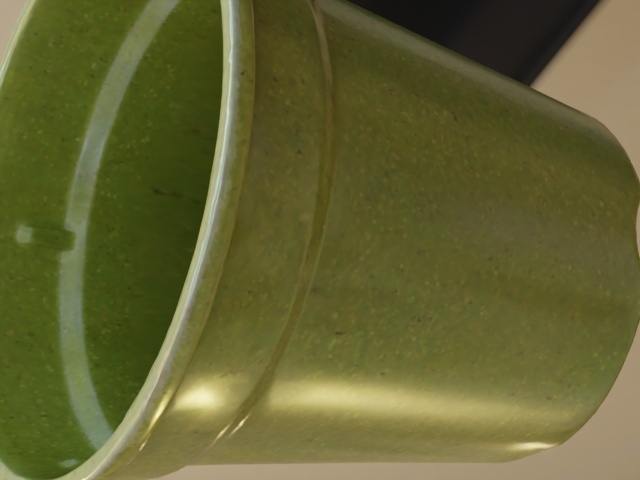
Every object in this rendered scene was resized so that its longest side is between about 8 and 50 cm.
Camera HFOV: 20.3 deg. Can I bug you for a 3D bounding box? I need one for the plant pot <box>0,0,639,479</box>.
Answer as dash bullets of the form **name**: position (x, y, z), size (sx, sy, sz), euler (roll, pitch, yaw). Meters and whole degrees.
- **plant pot**: position (0.000, 0.000, 0.825), size (0.254, 0.276, 0.276), euler (13, -152, -30)
